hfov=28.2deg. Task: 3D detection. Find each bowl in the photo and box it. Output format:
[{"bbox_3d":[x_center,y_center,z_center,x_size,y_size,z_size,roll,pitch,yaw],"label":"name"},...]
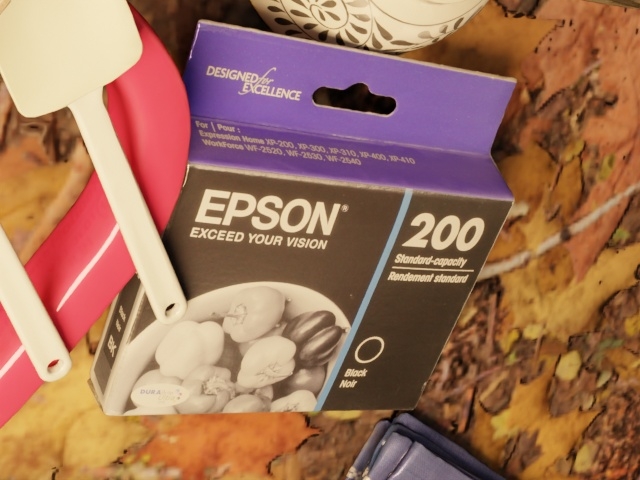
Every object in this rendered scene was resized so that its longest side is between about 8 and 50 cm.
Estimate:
[{"bbox_3d":[0.046,-0.163,0.643,0.170,0.080,0.170,-13,117,-28],"label":"bowl"}]

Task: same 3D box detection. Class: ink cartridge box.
[{"bbox_3d":[0.000,0.000,0.679,0.206,0.045,0.208,4,118,-33],"label":"ink cartridge box"}]

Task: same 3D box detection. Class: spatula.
[{"bbox_3d":[-0.135,-0.008,0.522,0.168,0.019,0.242,-32,139,-15],"label":"spatula"}]

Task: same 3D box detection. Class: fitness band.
[{"bbox_3d":[-0.184,0.001,0.546,0.291,0.054,0.209,-48,140,7],"label":"fitness band"}]

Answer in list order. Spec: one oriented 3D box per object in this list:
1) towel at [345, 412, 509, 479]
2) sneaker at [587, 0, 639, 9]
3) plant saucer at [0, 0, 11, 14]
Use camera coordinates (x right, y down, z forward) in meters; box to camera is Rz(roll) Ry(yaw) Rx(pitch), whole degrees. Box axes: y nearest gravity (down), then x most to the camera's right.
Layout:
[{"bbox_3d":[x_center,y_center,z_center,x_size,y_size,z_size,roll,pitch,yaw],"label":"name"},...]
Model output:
[{"bbox_3d":[0.025,0.293,0.852,0.243,0.040,0.336,36,90,-39],"label":"towel"},{"bbox_3d":[0.156,-0.187,0.669,0.222,0.083,0.118,-18,116,-70],"label":"sneaker"},{"bbox_3d":[-0.219,-0.158,0.345,0.310,0.050,0.311,-6,117,-12],"label":"plant saucer"}]
